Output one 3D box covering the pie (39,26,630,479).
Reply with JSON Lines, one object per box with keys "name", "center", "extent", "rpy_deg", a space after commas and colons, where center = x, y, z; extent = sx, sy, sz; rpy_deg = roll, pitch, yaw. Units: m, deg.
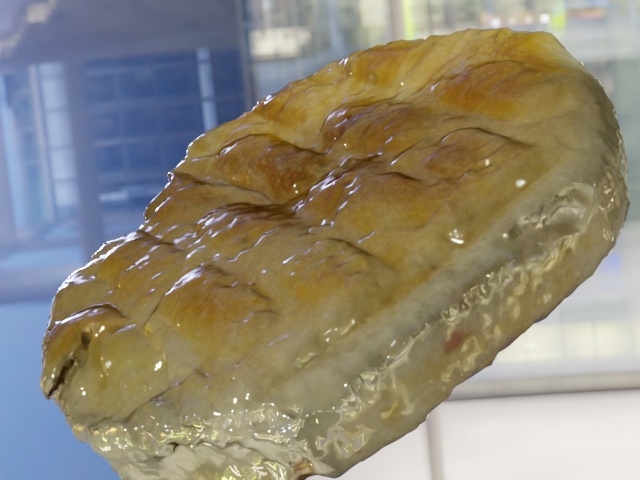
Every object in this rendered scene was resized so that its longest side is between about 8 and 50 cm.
{"name": "pie", "center": [0.000, 0.000, 0.541], "extent": [0.195, 0.046, 0.195], "rpy_deg": [-21, -150, 13]}
